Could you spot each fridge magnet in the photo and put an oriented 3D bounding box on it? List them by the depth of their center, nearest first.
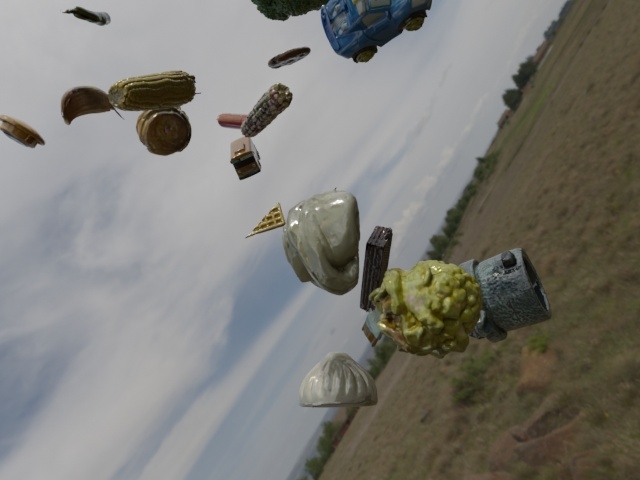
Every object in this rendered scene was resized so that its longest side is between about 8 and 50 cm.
[{"bbox_3d":[-0.907,-0.328,1.540,0.063,0.143,0.143,-63,-10,-11],"label":"fridge magnet"}]

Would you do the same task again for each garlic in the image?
[{"bbox_3d":[-0.794,-0.470,1.757,0.198,0.129,0.090,-12,0,-31],"label":"garlic"}]

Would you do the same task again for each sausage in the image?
[{"bbox_3d":[-0.390,-0.542,2.313,0.083,0.264,0.083,-18,-64,-44],"label":"sausage"}]

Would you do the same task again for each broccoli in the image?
[{"bbox_3d":[-0.082,-0.899,1.679,0.413,0.309,0.321,-3,83,58],"label":"broccoli"}]

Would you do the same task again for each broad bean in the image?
[{"bbox_3d":[-0.655,-0.646,1.464,0.227,0.069,0.039,-73,4,-72],"label":"broad bean"}]

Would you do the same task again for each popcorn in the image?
[{"bbox_3d":[0.246,0.163,1.175,0.259,0.259,0.212,103,163,-57],"label":"popcorn"}]

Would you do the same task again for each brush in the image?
[{"bbox_3d":[0.173,0.201,1.457,0.020,0.085,0.337,-20,-31,-23],"label":"brush"}]

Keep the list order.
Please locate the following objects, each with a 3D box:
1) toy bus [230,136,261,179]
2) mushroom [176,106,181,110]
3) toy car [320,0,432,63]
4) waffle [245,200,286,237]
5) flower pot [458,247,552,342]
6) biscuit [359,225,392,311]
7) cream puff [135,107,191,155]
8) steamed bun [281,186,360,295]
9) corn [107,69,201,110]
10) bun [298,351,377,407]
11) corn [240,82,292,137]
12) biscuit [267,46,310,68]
[{"bbox_3d":[-0.293,-0.326,1.981,0.201,0.098,0.114,-107,-7,-59],"label":"toy bus"},{"bbox_3d":[-0.579,-0.483,1.888,0.112,0.148,0.148,-21,-12,2],"label":"mushroom"},{"bbox_3d":[0.143,-0.627,1.353,0.314,0.198,0.166,-23,-12,32],"label":"toy car"},{"bbox_3d":[-0.257,-0.091,2.256,0.190,0.125,0.032,-16,-18,-1],"label":"waffle"},{"bbox_3d":[0.552,0.186,1.624,0.282,0.299,0.299,-24,7,28],"label":"flower pot"},{"bbox_3d":[0.205,0.113,1.896,0.388,0.073,0.107,92,-157,-46],"label":"biscuit"},{"bbox_3d":[-0.532,-0.382,1.729,0.189,0.129,0.189,-16,-60,-31],"label":"cream puff"},{"bbox_3d":[0.000,0.000,1.673,0.368,0.255,0.343,-79,-14,-82],"label":"steamed bun"},{"bbox_3d":[-0.461,-0.415,1.424,0.305,0.106,0.106,-44,-19,-57],"label":"corn"},{"bbox_3d":[0.055,0.448,1.637,0.263,0.263,0.175,83,-173,-72],"label":"bun"},{"bbox_3d":[-0.192,-0.447,1.779,0.280,0.092,0.092,-34,12,48],"label":"corn"},{"bbox_3d":[-0.142,-0.838,2.336,0.212,0.036,0.212,-18,9,3],"label":"biscuit"}]
